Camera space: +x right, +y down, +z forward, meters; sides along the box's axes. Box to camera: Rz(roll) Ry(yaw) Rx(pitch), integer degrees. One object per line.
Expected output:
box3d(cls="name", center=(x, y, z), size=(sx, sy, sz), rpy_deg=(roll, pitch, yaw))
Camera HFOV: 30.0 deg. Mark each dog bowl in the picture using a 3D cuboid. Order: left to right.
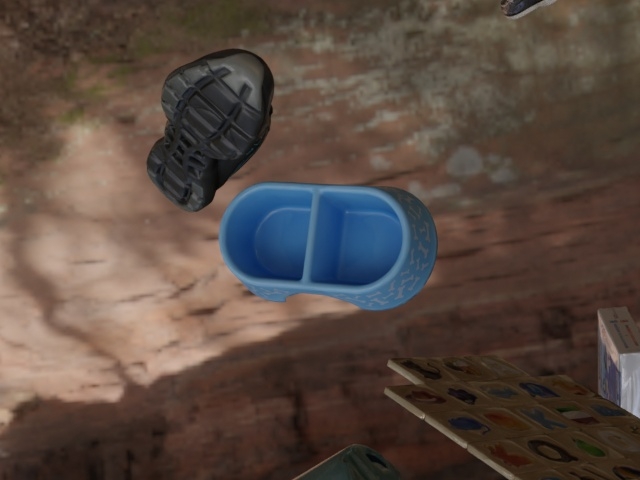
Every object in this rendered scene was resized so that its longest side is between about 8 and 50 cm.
box3d(cls="dog bowl", center=(0.000, 0.000, 1.557), size=(0.297, 0.166, 0.074), rpy_deg=(4, 172, 24))

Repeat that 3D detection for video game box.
box3d(cls="video game box", center=(0.401, 0.212, 1.582), size=(0.048, 0.205, 0.187), rpy_deg=(-2, -166, 7))

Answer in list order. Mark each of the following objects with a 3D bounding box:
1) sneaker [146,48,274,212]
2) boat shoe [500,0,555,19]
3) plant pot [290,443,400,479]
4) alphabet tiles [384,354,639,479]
box3d(cls="sneaker", center=(-0.096, -0.122, 1.142), size=(0.106, 0.101, 0.267), rpy_deg=(-47, -178, -27))
box3d(cls="boat shoe", center=(0.321, -0.390, 1.827), size=(0.075, 0.065, 0.206), rpy_deg=(-44, -169, -9))
box3d(cls="plant pot", center=(-0.012, 0.468, 1.609), size=(0.334, 0.341, 0.341), rpy_deg=(-39, 159, 13))
box3d(cls="alphabet tiles", center=(0.236, 0.191, 1.168), size=(0.285, 0.011, 0.342), rpy_deg=(2, -160, -42))
